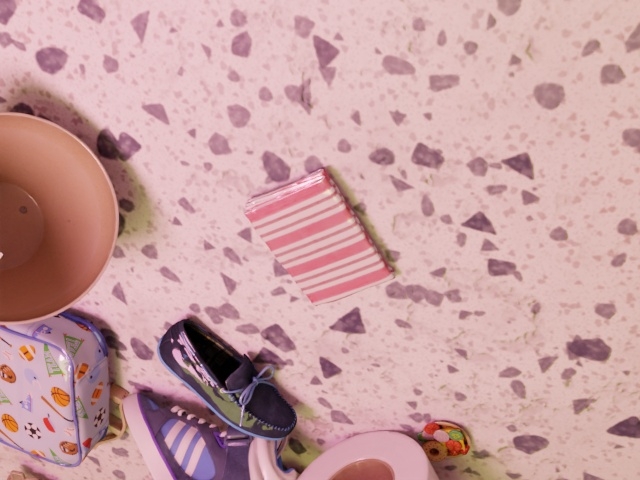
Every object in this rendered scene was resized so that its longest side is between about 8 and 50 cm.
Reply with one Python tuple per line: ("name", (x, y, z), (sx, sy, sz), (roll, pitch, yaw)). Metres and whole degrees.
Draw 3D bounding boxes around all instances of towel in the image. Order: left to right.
("towel", (0.000, 0.000, 1.222), (0.144, 0.029, 0.197), (-20, 118, 31))

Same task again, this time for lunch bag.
("lunch bag", (-0.489, 0.236, 1.515), (0.243, 0.115, 0.304), (17, 123, 16))

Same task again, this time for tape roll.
("tape roll", (0.088, 0.446, 1.376), (0.246, 0.246, 0.169), (-13, 120, 28))

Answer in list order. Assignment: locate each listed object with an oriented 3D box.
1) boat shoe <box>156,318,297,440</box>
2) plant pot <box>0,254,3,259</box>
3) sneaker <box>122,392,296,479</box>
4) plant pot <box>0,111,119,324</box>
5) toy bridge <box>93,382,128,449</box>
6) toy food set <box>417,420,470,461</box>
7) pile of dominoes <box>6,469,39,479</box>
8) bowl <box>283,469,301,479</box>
("boat shoe", (-0.143, 0.224, 1.392), (0.258, 0.109, 0.089), (33, 126, -7))
("plant pot", (-0.485, 0.045, 1.405), (0.083, 0.079, 0.083), (10, 129, 13))
("sneaker", (-0.176, 0.344, 1.488), (0.323, 0.236, 0.130), (50, 159, 41))
("plant pot", (-0.451, -0.025, 1.247), (0.284, 0.284, 0.191), (48, 158, -16))
("toy bridge", (-0.389, 0.336, 1.618), (0.063, 0.026, 0.188), (31, 129, -4))
("toy food set", (0.195, 0.316, 1.383), (0.083, 0.020, 0.083), (-5, 123, 25))
("pile of dominoes", (-0.554, 0.568, 1.863), (0.251, 0.040, 0.196), (25, 130, -9))
("bowl", (-0.062, 0.467, 1.573), (0.142, 0.053, 0.142), (-24, 114, 32))
